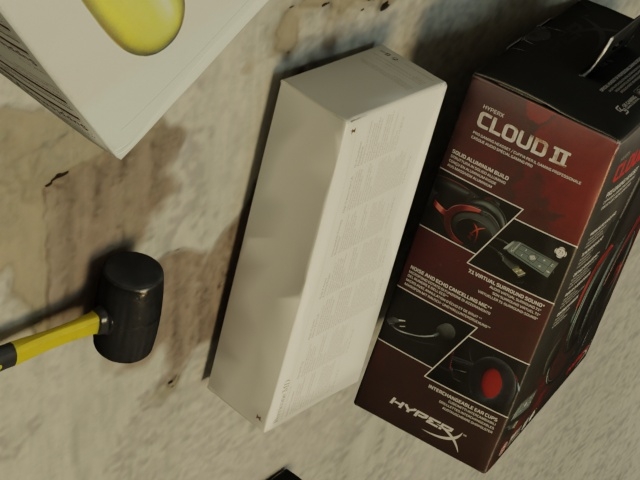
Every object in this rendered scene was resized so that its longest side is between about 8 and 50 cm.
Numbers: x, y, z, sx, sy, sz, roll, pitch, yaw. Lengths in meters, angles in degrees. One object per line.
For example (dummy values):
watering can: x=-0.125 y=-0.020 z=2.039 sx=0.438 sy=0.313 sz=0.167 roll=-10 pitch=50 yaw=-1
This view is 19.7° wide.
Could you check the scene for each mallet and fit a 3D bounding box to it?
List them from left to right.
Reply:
mallet: x=-0.163 y=0.053 z=1.019 sx=0.190 sy=0.039 sz=0.062 roll=-15 pitch=134 yaw=-43

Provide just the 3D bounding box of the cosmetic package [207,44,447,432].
cosmetic package: x=0.000 y=0.000 z=1.165 sx=0.099 sy=0.060 sz=0.239 roll=-26 pitch=141 yaw=-46

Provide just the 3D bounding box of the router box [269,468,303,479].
router box: x=-0.050 y=0.240 z=1.368 sx=0.092 sy=0.038 sz=0.122 roll=-30 pitch=143 yaw=-34

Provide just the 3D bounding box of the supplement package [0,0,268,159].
supplement package: x=-0.101 y=-0.181 z=0.743 sx=0.194 sy=0.149 sz=0.203 roll=-49 pitch=149 yaw=-9

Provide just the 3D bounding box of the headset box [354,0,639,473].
headset box: x=0.152 y=-0.021 z=1.264 sx=0.218 sy=0.110 sz=0.293 roll=-36 pitch=149 yaw=-57
